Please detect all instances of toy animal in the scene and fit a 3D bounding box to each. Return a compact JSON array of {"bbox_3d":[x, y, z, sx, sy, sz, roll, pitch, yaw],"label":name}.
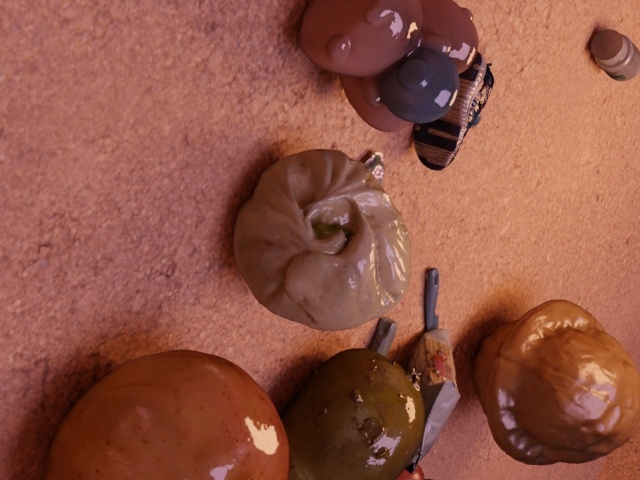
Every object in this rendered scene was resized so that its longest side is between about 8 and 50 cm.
[{"bbox_3d":[0.083,-0.271,1.422,0.210,0.229,0.221,-41,108,18],"label":"toy animal"}]

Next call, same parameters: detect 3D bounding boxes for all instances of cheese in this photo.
[{"bbox_3d":[0.072,-0.084,1.677,0.067,0.026,0.120,9,106,-56],"label":"cheese"}]

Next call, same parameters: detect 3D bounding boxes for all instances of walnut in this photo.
[{"bbox_3d":[0.512,0.314,2.280,0.383,0.384,0.383,-34,138,-37],"label":"walnut"}]

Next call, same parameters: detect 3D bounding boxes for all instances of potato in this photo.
[{"bbox_3d":[0.027,0.347,1.752,0.359,0.219,0.269,-48,167,-17],"label":"potato"}]

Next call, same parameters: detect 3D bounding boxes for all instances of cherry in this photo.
[{"bbox_3d":[0.167,0.509,2.199,0.126,0.087,0.106,11,112,-38],"label":"cherry"}]

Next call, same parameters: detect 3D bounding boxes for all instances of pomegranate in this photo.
[{"bbox_3d":[-0.180,0.312,1.348,0.338,0.338,0.338,-34,138,-37],"label":"pomegranate"}]

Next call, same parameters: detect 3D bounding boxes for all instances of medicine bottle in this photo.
[{"bbox_3d":[0.603,-0.379,2.151,0.130,0.080,0.080,15,101,-57],"label":"medicine bottle"}]

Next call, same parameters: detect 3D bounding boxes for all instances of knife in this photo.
[{"bbox_3d":[0.221,0.164,2.086,0.044,0.019,0.313,-41,144,-34],"label":"knife"}]

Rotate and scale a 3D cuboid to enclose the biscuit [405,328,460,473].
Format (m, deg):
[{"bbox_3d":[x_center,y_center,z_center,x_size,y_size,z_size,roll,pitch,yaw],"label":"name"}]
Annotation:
[{"bbox_3d":[0.196,0.288,1.972,0.309,0.079,0.186,-84,-165,-74],"label":"biscuit"}]

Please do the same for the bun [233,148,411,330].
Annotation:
[{"bbox_3d":[0.000,0.000,1.453,0.259,0.259,0.160,-61,176,-2],"label":"bun"}]

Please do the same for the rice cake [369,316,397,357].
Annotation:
[{"bbox_3d":[0.097,0.227,1.940,0.042,0.030,0.180,3,110,-51],"label":"rice cake"}]

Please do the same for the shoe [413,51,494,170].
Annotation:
[{"bbox_3d":[0.229,-0.210,1.741,0.106,0.091,0.207,23,91,-52],"label":"shoe"}]
